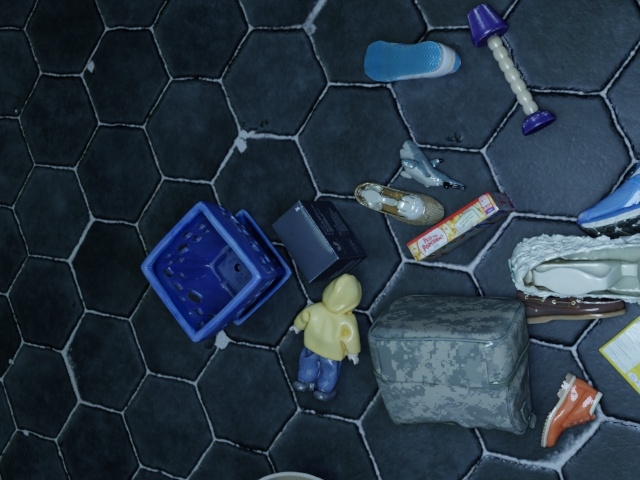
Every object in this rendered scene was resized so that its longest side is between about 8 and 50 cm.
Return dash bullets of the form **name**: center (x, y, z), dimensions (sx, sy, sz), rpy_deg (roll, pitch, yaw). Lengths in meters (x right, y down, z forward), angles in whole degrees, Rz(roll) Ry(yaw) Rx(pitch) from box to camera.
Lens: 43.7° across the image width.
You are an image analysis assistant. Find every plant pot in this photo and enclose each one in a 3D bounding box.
- **plant pot**: center (-0.222, 0.065, 1.817), dimensions (0.236, 0.212, 0.236), rpy_deg (-45, 73, 21)

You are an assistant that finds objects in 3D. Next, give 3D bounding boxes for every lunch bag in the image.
- **lunch bag**: center (0.262, 0.258, 1.584), dimensions (0.305, 0.212, 0.256), rpy_deg (-2, 109, 29)

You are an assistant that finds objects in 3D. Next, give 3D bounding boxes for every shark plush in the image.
- **shark plush**: center (0.232, -0.153, 1.675), dimensions (0.161, 0.073, 0.067), rpy_deg (29, 74, 28)

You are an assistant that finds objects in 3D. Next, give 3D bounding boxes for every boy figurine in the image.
- **boy figurine**: center (0.014, 0.204, 1.772), dimensions (0.177, 0.092, 0.285), rpy_deg (18, 98, 25)

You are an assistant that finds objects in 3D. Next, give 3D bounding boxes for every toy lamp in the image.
- **toy lamp**: center (0.373, -0.343, 1.586), dimensions (0.080, 0.080, 0.275), rpy_deg (-28, 81, 24)

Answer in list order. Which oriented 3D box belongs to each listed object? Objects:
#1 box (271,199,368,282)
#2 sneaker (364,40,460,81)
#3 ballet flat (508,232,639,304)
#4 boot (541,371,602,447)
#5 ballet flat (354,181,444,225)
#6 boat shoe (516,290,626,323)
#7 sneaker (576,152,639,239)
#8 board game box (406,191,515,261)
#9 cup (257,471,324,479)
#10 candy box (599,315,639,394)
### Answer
- **box**: center (0.000, 0.000, 1.735), dimensions (0.093, 0.158, 0.156), rpy_deg (-40, 74, 22)
- **sneaker**: center (0.186, -0.372, 1.676), dimensions (0.228, 0.092, 0.088), rpy_deg (15, 101, 45)
- **ballet flat**: center (0.540, 0.063, 1.427), dimensions (0.408, 0.147, 0.147), rpy_deg (-3, 90, 23)
- **boot**: center (0.489, 0.347, 1.559), dimensions (0.084, 0.059, 0.158), rpy_deg (26, 102, 18)
- **ballet flat**: center (0.161, -0.077, 1.703), dimensions (0.206, 0.067, 0.073), rpy_deg (14, 97, 25)
- **boat shoe**: center (0.481, 0.119, 1.545), dimensions (0.206, 0.073, 0.073), rpy_deg (-7, 91, 26)
- **sneaker**: center (0.620, -0.107, 1.457), dimensions (0.330, 0.129, 0.147), rpy_deg (-31, 55, 30)
- **board game box**: center (0.284, -0.026, 1.599), dimensions (0.193, 0.146, 0.045), rpy_deg (-35, 77, 23)
- **cup**: center (-0.080, 0.710, 1.738), dimensions (0.331, 0.331, 0.237), rpy_deg (47, 138, 18)
- **candy box**: center (0.636, 0.250, 1.497), dimensions (0.105, 0.027, 0.206), rpy_deg (-45, 73, 18)
